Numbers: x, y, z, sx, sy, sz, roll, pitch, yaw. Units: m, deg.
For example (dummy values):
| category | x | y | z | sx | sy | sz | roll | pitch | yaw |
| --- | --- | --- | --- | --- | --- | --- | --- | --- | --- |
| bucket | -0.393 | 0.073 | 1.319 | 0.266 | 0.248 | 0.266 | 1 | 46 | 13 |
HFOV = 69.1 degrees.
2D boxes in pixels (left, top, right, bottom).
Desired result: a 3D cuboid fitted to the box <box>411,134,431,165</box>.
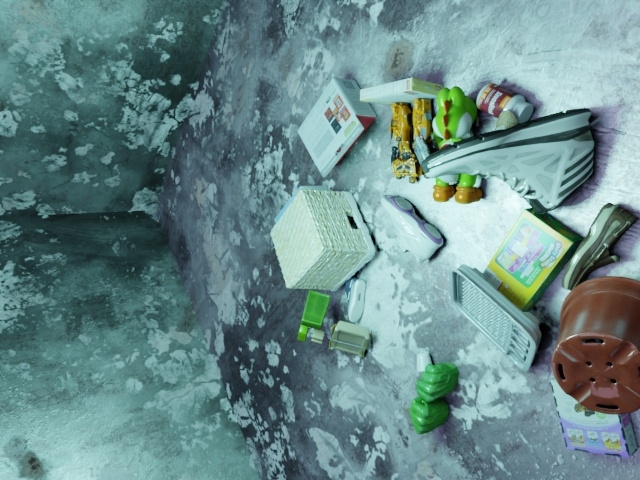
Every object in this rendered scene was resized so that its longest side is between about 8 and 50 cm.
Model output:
| category | x | y | z | sx | sy | sz | roll | pitch | yaw |
| --- | --- | --- | --- | --- | --- | --- | --- | --- | --- |
| box | 0.336 | -0.291 | 1.532 | 0.027 | 0.137 | 0.094 | -24 | 91 | 7 |

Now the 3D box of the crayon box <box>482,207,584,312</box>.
| category | x | y | z | sx | sy | sz | roll | pitch | yaw |
| --- | --- | --- | --- | --- | --- | --- | --- | --- | --- |
| crayon box | 0.614 | 0.062 | 1.377 | 0.165 | 0.081 | 0.279 | 47 | 129 | 35 |

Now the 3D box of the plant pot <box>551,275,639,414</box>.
| category | x | y | z | sx | sy | sz | roll | pitch | yaw |
| --- | --- | --- | --- | --- | --- | --- | --- | --- | --- |
| plant pot | 0.695 | 0.258 | 1.116 | 0.272 | 0.265 | 0.273 | 16 | 116 | 35 |

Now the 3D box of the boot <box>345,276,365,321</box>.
| category | x | y | z | sx | sy | sz | roll | pitch | yaw |
| --- | --- | --- | --- | --- | --- | --- | --- | --- | --- |
| boot | 0.141 | 0.249 | 1.996 | 0.086 | 0.069 | 0.190 | 24 | 106 | 54 |

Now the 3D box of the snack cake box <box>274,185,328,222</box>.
| category | x | y | z | sx | sy | sz | roll | pitch | yaw |
| --- | --- | --- | --- | --- | --- | --- | --- | --- | --- |
| snack cake box | -0.079 | -0.139 | 2.131 | 0.264 | 0.152 | 0.089 | -47 | 60 | 43 |

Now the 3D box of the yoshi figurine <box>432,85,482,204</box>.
| category | x | y | z | sx | sy | sz | roll | pitch | yaw |
| --- | --- | --- | --- | --- | --- | --- | --- | --- | --- |
| yoshi figurine | 0.447 | -0.312 | 1.500 | 0.203 | 0.203 | 0.363 | -97 | 0 | -71 |

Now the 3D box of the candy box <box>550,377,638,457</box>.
| category | x | y | z | sx | sy | sz | roll | pitch | yaw |
| --- | --- | --- | --- | --- | --- | --- | --- | --- | --- |
| candy box | 0.749 | 0.476 | 1.280 | 0.164 | 0.070 | 0.197 | -17 | 82 | 50 |

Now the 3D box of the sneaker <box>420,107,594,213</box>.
| category | x | y | z | sx | sy | sz | roll | pitch | yaw |
| --- | --- | --- | --- | --- | --- | --- | --- | --- | --- |
| sneaker | 0.519 | -0.178 | 1.278 | 0.446 | 0.169 | 0.258 | -13 | 101 | 17 |

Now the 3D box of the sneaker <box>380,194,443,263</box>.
| category | x | y | z | sx | sy | sz | roll | pitch | yaw |
| --- | --- | --- | --- | --- | --- | --- | --- | --- | --- |
| sneaker | 0.305 | -0.046 | 1.709 | 0.305 | 0.114 | 0.152 | 53 | 131 | 32 |

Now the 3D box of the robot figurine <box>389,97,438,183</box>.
| category | x | y | z | sx | sy | sz | roll | pitch | yaw |
| --- | --- | --- | --- | --- | --- | --- | --- | --- | --- |
| robot figurine | 0.322 | -0.351 | 1.670 | 0.211 | 0.084 | 0.292 | 6 | 100 | 50 |

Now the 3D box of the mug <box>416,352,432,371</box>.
| category | x | y | z | sx | sy | sz | roll | pitch | yaw |
| --- | --- | --- | --- | --- | --- | --- | --- | --- | --- |
| mug | 0.380 | 0.454 | 1.733 | 0.078 | 0.062 | 0.064 | -18 | 73 | 43 |

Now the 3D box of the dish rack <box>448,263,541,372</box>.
| category | x | y | z | sx | sy | sz | roll | pitch | yaw |
| --- | --- | --- | --- | --- | --- | --- | --- | --- | --- |
| dish rack | 0.534 | 0.224 | 1.418 | 0.333 | 0.072 | 0.286 | 47 | 170 | 36 |

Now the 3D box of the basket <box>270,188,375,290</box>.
| category | x | y | z | sx | sy | sz | roll | pitch | yaw |
| --- | --- | --- | --- | --- | --- | --- | --- | --- | --- |
| basket | 0.000 | 0.000 | 1.944 | 0.331 | 0.266 | 0.329 | -48 | 51 | 41 |

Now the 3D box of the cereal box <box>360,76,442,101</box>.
| category | x | y | z | sx | sy | sz | roll | pitch | yaw |
| --- | --- | --- | --- | --- | --- | --- | --- | --- | --- |
| cereal box | 0.281 | -0.518 | 1.630 | 0.240 | 0.172 | 0.048 | 7 | 99 | 49 |

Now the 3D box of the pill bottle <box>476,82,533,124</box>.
| category | x | y | z | sx | sy | sz | roll | pitch | yaw |
| --- | --- | --- | --- | --- | --- | --- | --- | --- | --- |
| pill bottle | 0.550 | -0.405 | 1.387 | 0.152 | 0.086 | 0.086 | 44 | 126 | 38 |

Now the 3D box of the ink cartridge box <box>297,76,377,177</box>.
| category | x | y | z | sx | sy | sz | roll | pitch | yaw |
| --- | --- | --- | --- | --- | --- | --- | --- | --- | --- |
| ink cartridge box | 0.074 | -0.456 | 1.921 | 0.309 | 0.129 | 0.272 | -46 | 62 | 43 |

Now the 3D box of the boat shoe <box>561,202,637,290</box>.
| category | x | y | z | sx | sy | sz | roll | pitch | yaw |
| --- | --- | --- | --- | --- | --- | --- | --- | --- | --- |
| boat shoe | 0.734 | 0.035 | 1.223 | 0.095 | 0.095 | 0.258 | 35 | 120 | 35 |

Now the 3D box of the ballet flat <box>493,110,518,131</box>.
| category | x | y | z | sx | sy | sz | roll | pitch | yaw |
| --- | --- | --- | --- | --- | --- | --- | --- | --- | --- |
| ballet flat | 0.538 | -0.277 | 1.373 | 0.073 | 0.067 | 0.206 | 26 | 140 | 42 |

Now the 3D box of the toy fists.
| category | x | y | z | sx | sy | sz | roll | pitch | yaw |
| --- | --- | --- | --- | --- | --- | --- | --- | --- | --- |
| toy fists | 0.395 | 0.563 | 1.662 | 0.096 | 0.142 | 0.280 | 29 | 116 | 45 |

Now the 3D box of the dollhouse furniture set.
| category | x | y | z | sx | sy | sz | roll | pitch | yaw |
| --- | --- | --- | --- | --- | --- | --- | --- | --- | --- |
| dollhouse furniture set | 0.069 | 0.361 | 1.993 | 0.198 | 0.301 | 0.151 | 99 | -174 | -51 |
